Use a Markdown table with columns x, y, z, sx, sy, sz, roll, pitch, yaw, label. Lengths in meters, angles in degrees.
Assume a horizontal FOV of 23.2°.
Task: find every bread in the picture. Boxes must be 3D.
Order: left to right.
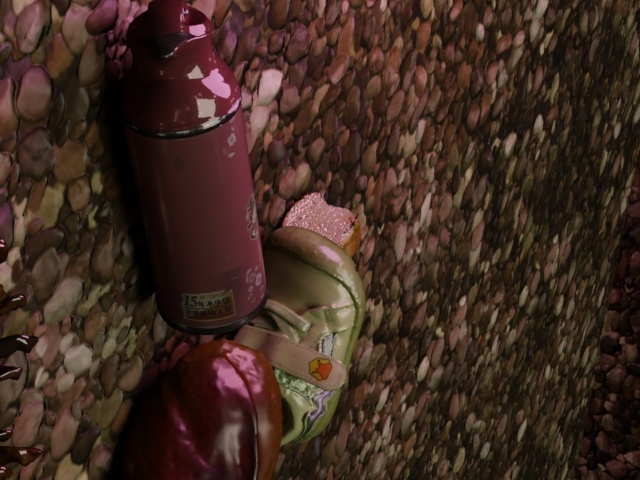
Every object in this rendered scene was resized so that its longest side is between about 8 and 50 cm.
| x | y | z | sx | sy | sz | roll | pitch | yaw | label |
| --- | --- | --- | --- | --- | --- | --- | --- | --- | --- |
| -0.002 | 0.000 | 1.747 | 0.083 | 0.077 | 0.070 | -56 | 162 | -34 | bread |

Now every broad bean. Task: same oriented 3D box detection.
| x | y | z | sx | sy | sz | roll | pitch | yaw | label |
| --- | --- | --- | --- | --- | --- | --- | --- | --- | --- |
| -0.121 | 0.210 | 1.570 | 0.122 | 0.156 | 0.228 | -28 | -139 | 64 | broad bean |

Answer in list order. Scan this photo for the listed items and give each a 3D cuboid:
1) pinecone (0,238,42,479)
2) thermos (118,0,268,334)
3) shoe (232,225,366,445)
| x | y | z | sx | sy | sz | roll | pitch | yaw | label |
| --- | --- | --- | --- | --- | --- | --- | --- | --- | --- |
| -0.290 | 0.088 | 1.011 | 0.246 | 0.246 | 0.292 | 35 | 62 | -64 | pinecone |
| -0.112 | -0.079 | 1.419 | 0.136 | 0.109 | 0.330 | -50 | 146 | -40 | thermos |
| -0.026 | 0.119 | 1.681 | 0.128 | 0.140 | 0.262 | -52 | 155 | -58 | shoe |
